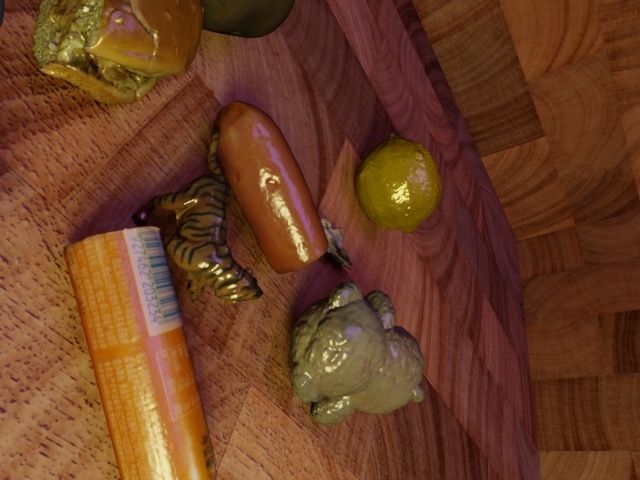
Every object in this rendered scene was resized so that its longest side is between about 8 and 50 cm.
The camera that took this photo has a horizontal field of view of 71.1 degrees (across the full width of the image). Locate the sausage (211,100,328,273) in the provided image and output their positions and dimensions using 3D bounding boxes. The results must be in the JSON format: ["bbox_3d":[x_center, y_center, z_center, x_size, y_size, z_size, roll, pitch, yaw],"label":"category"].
[{"bbox_3d":[-0.078,-0.082,0.675,0.113,0.114,0.259,-42,112,-56],"label":"sausage"}]

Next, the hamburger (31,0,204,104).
[{"bbox_3d":[-0.214,-0.284,0.526,0.157,0.144,0.282,25,54,-49],"label":"hamburger"}]

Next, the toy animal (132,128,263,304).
[{"bbox_3d":[-0.143,-0.046,0.553,0.114,0.117,0.255,28,53,-52],"label":"toy animal"}]

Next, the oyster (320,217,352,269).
[{"bbox_3d":[0.004,-0.001,0.843,0.200,0.061,0.106,47,22,-40],"label":"oyster"}]

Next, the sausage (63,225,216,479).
[{"bbox_3d":[-0.168,0.147,0.446,0.093,0.093,0.311,-12,86,-59],"label":"sausage"}]

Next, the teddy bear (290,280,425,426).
[{"bbox_3d":[0.057,0.188,0.723,0.267,0.151,0.235,32,77,-35],"label":"teddy bear"}]

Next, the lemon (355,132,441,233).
[{"bbox_3d":[0.175,-0.127,1.023,0.192,0.193,0.230,-17,98,-59],"label":"lemon"}]

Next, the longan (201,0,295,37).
[{"bbox_3d":[-0.135,-0.407,0.673,0.213,0.198,0.197,-28,102,-26],"label":"longan"}]

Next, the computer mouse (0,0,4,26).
[{"bbox_3d":[-0.381,-0.253,0.272,0.370,0.122,0.188,55,31,-15],"label":"computer mouse"}]
